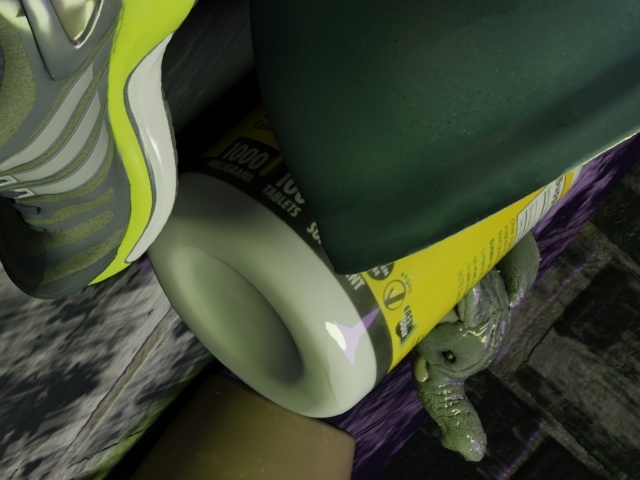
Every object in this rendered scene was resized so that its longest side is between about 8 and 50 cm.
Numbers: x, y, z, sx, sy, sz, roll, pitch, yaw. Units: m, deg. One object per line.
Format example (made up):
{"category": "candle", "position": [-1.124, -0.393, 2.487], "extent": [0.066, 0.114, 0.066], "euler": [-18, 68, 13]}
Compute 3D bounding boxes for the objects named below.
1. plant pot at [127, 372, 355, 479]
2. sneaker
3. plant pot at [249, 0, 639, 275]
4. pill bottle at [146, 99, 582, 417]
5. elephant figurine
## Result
{"category": "plant pot", "position": [-0.078, 0.252, 1.607], "extent": [0.229, 0.263, 0.263], "euler": [-65, 169, -5]}
{"category": "sneaker", "position": [-0.133, -0.063, 0.752], "extent": [0.121, 0.111, 0.300], "euler": [-31, 156, -25]}
{"category": "plant pot", "position": [0.081, -0.144, 0.872], "extent": [0.293, 0.196, 0.293], "euler": [-31, -174, 4]}
{"category": "pill bottle", "position": [0.057, -0.055, 1.189], "extent": [0.334, 0.188, 0.188], "euler": [-44, 167, -25]}
{"category": "elephant figurine", "position": [0.104, 0.034, 1.499], "extent": [0.169, 0.239, 0.186], "euler": [-44, 167, -20]}
